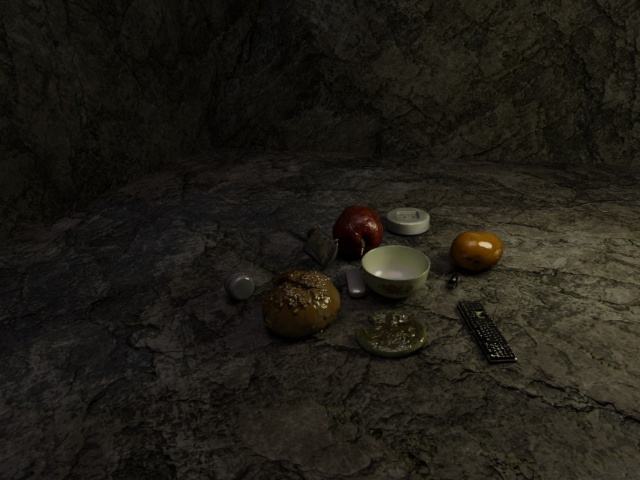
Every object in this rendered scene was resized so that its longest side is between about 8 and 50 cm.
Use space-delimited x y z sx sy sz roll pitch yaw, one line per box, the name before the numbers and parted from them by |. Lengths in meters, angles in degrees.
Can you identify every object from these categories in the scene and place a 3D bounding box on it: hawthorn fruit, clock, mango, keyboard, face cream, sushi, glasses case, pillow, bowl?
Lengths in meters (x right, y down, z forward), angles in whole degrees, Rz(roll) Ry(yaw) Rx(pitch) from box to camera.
hawthorn fruit | 0.184 -0.044 1.992 0.258 0.259 0.262 -10 0 -13
clock | 0.469 -0.103 2.242 0.230 0.083 0.230 -4 29 2
mango | 0.712 0.040 1.858 0.190 0.160 0.290 13 21 42
keyboard | 0.575 0.311 1.468 0.106 0.027 0.317 -4 27 -2
face cream | -0.340 0.187 1.732 0.117 0.117 0.104 -20 22 -29
sushi | 0.554 0.164 1.738 0.044 0.046 0.083 15 33 33
glasses case | 0.148 0.176 1.762 0.074 0.049 0.193 -5 26 -2
pillow | 0.009 0.031 1.981 0.059 0.169 0.255 16 14 -32
bowl | 0.306 0.143 1.704 0.276 0.145 0.277 -3 25 2

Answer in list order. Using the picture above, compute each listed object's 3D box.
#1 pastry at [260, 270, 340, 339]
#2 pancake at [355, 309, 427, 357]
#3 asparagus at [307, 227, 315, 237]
pastry | -0.071 0.216 1.564 0.284 0.184 0.315 16 33 32
pancake | 0.252 0.324 1.473 0.253 0.037 0.254 -3 26 2
asparagus | 0.000 -0.002 2.123 0.067 0.060 0.277 -26 33 -19
